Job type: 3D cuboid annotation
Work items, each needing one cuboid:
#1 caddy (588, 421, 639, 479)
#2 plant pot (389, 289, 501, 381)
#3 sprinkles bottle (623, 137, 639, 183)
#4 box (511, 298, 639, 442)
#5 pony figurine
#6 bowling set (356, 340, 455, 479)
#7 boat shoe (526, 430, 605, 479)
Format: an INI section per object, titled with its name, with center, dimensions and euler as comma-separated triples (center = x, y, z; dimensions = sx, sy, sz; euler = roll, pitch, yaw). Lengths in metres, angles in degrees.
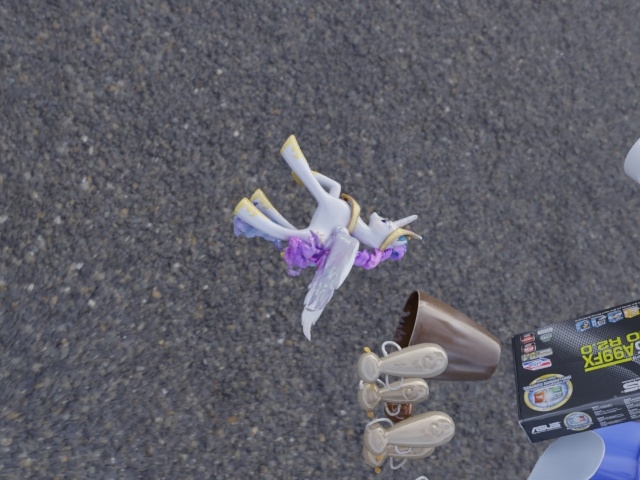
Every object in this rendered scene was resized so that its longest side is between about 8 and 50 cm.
[caddy]
center = 0.734, 0.560, 1.656
dimensions = 0.341, 0.179, 0.241
euler = -13, 102, -56
[plant pot]
center = 0.310, 0.254, 1.713
dimensions = 0.231, 0.215, 0.215
euler = 17, 64, -3
[sprinkles bottle]
center = 0.787, -0.091, 1.410
dimensions = 0.121, 0.121, 0.355
euler = -12, 43, -33
[box]
center = 0.465, 0.213, 1.185
dimensions = 0.060, 0.270, 0.216
euler = 58, 26, -24
[pony figurine]
center = 0.000, 0.000, 1.513
dimensions = 0.364, 0.303, 0.351
euler = 34, 70, 1
[bowling set]
center = 0.118, 0.315, 1.178
dimensions = 0.154, 0.200, 0.286
euler = -4, 80, -19
[boat shoe]
center = 0.394, 0.417, 1.191
dimensions = 0.228, 0.080, 0.076
euler = -50, 147, -5
